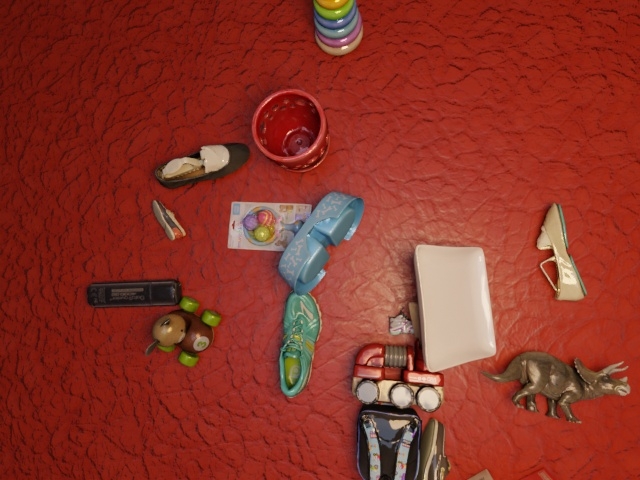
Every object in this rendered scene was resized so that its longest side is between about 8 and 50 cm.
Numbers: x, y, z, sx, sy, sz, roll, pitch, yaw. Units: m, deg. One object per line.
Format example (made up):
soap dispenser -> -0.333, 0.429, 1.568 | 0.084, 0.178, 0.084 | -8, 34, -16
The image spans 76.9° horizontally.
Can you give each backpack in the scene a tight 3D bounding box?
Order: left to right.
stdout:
backpack -> 0.165, 0.498, 0.983 | 0.159, 0.117, 0.173 | 2, 83, 8

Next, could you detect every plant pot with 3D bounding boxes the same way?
plant pot -> -0.070, -0.278, 1.076 | 0.191, 0.174, 0.190 | -1, 83, 7

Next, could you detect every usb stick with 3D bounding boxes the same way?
usb stick -> -0.533, 0.153, 1.156 | 0.278, 0.045, 0.077 | -3, 90, 7

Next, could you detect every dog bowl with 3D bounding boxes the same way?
dog bowl -> 0.000, 0.000, 1.038 | 0.074, 0.166, 0.297 | 32, 81, 22

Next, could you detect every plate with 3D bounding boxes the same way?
plate -> 0.317, 0.152, 0.967 | 0.045, 0.278, 0.276 | -15, 77, 51

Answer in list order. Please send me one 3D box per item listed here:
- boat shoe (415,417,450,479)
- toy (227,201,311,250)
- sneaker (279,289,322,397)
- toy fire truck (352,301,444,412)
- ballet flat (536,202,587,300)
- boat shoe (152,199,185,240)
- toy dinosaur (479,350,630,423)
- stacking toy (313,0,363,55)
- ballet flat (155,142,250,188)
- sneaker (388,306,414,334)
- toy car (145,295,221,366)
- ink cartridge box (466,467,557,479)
boat shoe -> 0.273, 0.554, 0.970 | 0.069, 0.081, 0.227 | 18, 68, 0
toy -> -0.148, -0.042, 1.120 | 0.238, 0.056, 0.136 | 3, 83, 8
sneaker -> -0.057, 0.265, 1.044 | 0.107, 0.110, 0.274 | 2, 83, 8
toy fire truck -> 0.194, 0.280, 0.996 | 0.217, 0.158, 0.246 | 4, 75, 9
ballet flat -> 0.585, 0.032, 1.004 | 0.086, 0.086, 0.248 | -13, 83, 6
boat shoe -> -0.442, -0.062, 1.170 | 0.043, 0.049, 0.137 | -25, 74, -39
toy dinosaur -> 0.541, 0.335, 0.968 | 0.314, 0.121, 0.160 | 13, 73, 14
stacking toy -> 0.034, -0.622, 1.023 | 0.141, 0.330, 0.141 | -1, 83, 7
ballet flat -> -0.339, -0.214, 1.146 | 0.281, 0.096, 0.095 | -20, 81, 5
sneaker -> 0.226, 0.207, 1.048 | 0.098, 0.038, 0.069 | -8, 83, 6
toy car -> -0.375, 0.242, 1.050 | 0.149, 0.188, 0.154 | 29, 88, 10
ink cartridge box -> 0.402, 0.576, 0.851 | 0.261, 0.296, 0.066 | -31, 80, 3
